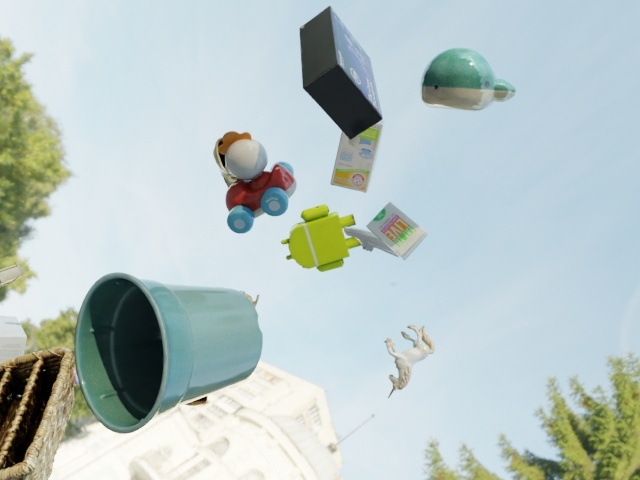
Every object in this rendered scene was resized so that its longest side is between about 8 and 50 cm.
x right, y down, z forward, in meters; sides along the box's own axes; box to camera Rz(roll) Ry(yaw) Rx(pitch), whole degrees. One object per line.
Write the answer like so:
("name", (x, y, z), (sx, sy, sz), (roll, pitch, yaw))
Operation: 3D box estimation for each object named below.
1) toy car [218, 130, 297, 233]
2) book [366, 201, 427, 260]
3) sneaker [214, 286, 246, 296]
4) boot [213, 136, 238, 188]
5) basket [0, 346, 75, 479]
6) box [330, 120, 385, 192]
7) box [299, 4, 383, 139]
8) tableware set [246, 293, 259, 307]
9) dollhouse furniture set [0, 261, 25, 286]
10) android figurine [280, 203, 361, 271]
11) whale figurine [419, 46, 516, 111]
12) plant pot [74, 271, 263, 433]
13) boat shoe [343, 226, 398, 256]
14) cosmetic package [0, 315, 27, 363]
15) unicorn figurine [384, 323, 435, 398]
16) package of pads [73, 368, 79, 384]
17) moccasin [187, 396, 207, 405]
("toy car", (-0.202, -0.185, 1.473), (0.210, 0.219, 0.238), (-25, -64, 17))
("book", (0.206, -0.028, 1.472), (0.144, 0.096, 0.035), (44, 1, 33))
("sneaker", (-0.326, 0.266, 1.683), (0.121, 0.263, 0.099), (17, -18, 14))
("boot", (-0.253, -0.200, 1.719), (0.262, 0.095, 0.203), (62, -9, -8))
("basket", (-0.646, 0.377, 1.111), (0.299, 0.213, 0.223), (-94, -160, -50))
("box", (0.108, -0.252, 1.571), (0.114, 0.103, 0.203), (15, -71, 6))
("box", (0.045, -0.394, 1.274), (0.103, 0.184, 0.261), (-30, -137, 27))
("tableware set", (-0.286, 0.256, 1.869), (0.128, 0.194, 0.039), (2, -55, 9))
("dollhouse furniture set", (-0.722, 0.082, 1.064), (0.160, 0.182, 0.101), (-28, -86, 25))
("android figurine", (0.000, 0.000, 1.909), (0.056, 0.272, 0.248), (-103, 175, -67))
("whale figurine", (0.361, -0.386, 1.308), (0.216, 0.271, 0.141), (20, -65, 47))
("plant pot", (-0.337, 0.245, 1.294), (0.341, 0.334, 0.342), (-2, -94, 37))
("boat shoe", (0.154, 0.005, 1.613), (0.184, 0.066, 0.063), (15, -84, 1))
("cosmetic package", (-0.876, 0.291, 1.424), (0.183, 0.151, 0.152), (18, -85, 51))
("unicorn figurine", (0.192, 0.263, 1.229), (0.111, 0.161, 0.060), (58, -7, 18))
("package of pads", (-0.713, 0.385, 1.501), (0.050, 0.083, 0.032), (98, -29, -44))
("moccasin", (-0.435, 0.401, 1.544), (0.147, 0.139, 0.380), (47, -9, 30))
